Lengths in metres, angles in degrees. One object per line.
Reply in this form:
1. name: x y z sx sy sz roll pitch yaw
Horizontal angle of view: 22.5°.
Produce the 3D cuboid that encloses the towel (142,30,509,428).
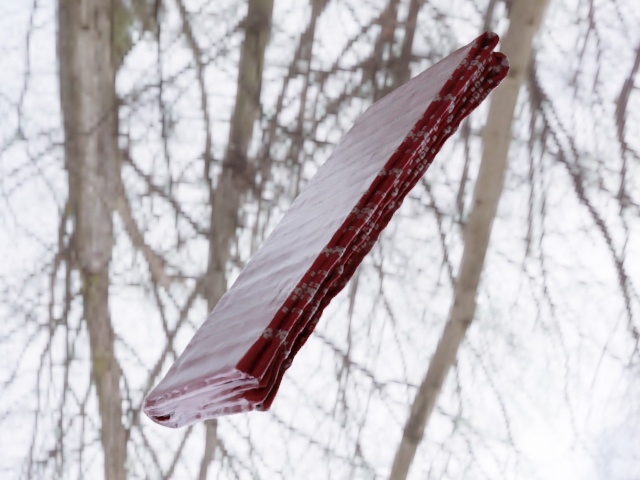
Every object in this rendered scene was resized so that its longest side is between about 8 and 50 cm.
1. towel: 0.000 0.000 0.993 0.031 0.199 0.275 41 -113 -11
